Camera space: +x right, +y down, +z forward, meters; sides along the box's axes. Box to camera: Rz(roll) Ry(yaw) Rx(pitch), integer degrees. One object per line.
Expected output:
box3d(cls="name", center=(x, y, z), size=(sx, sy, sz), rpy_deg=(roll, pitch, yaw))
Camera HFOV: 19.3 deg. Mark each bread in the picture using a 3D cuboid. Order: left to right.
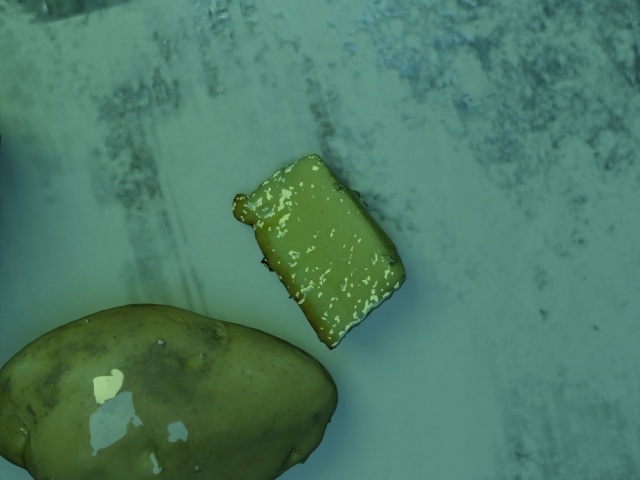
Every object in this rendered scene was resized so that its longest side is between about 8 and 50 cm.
box3d(cls="bread", center=(0.000, 0.000, 1.282), size=(0.084, 0.080, 0.109), rpy_deg=(-38, 106, 8))

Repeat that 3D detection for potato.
box3d(cls="potato", center=(-0.113, 0.127, 1.296), size=(0.235, 0.128, 0.161), rpy_deg=(14, 111, -10))
